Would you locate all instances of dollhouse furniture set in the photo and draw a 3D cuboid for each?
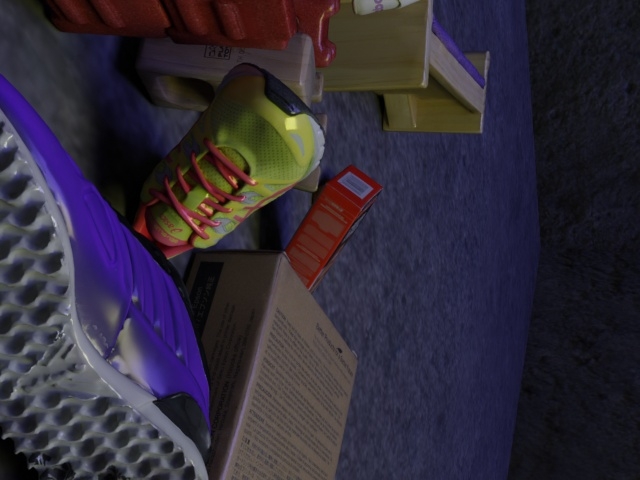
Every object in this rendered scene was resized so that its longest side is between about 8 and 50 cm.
[{"bbox_3d":[-0.073,-0.193,0.554,0.374,0.152,0.201,78,20,-75],"label":"dollhouse furniture set"}]

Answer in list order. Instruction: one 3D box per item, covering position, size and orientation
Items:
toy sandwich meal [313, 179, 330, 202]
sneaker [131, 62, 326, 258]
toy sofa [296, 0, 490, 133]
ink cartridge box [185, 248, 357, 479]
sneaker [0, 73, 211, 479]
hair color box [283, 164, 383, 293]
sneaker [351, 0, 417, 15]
[{"bbox_3d":[0.016,-0.039,0.899,0.085,0.029,0.086,2,90,-73],"label":"toy sandwich meal"},{"bbox_3d":[-0.070,-0.035,0.501,0.081,0.208,0.094,43,58,-7],"label":"sneaker"},{"bbox_3d":[0.103,-0.239,0.927,0.362,0.150,0.177,2,92,-68],"label":"toy sofa"},{"bbox_3d":[-0.052,0.146,0.670,0.235,0.088,0.193,59,38,-54],"label":"ink cartridge box"},{"bbox_3d":[-0.142,0.023,0.435,0.146,0.102,0.293,-86,160,-59],"label":"sneaker"},{"bbox_3d":[0.000,0.000,0.745,0.141,0.043,0.072,-57,173,30],"label":"hair color box"},{"bbox_3d":[0.020,-0.347,0.706,0.305,0.152,0.114,63,0,14],"label":"sneaker"}]
